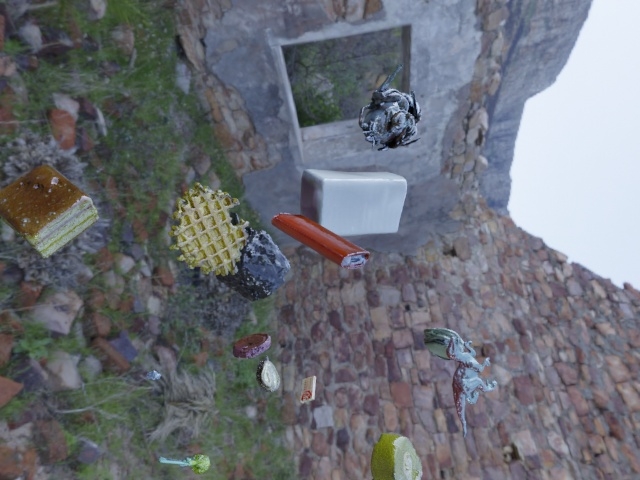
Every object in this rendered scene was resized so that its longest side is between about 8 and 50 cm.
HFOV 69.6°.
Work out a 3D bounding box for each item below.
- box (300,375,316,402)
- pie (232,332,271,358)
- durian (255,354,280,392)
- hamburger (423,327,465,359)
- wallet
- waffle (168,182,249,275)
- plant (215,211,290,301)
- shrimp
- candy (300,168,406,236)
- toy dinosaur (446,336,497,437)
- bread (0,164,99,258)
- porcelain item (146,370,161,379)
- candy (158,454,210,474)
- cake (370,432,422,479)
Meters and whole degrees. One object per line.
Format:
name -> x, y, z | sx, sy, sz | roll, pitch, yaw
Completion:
box -> -0.046, 0.559, 1.730 | 0.015, 0.058, 0.093 | 44, 32, -30
pie -> -0.303, 0.467, 2.041 | 0.182, 0.182, 0.050 | -86, 161, -74
durian -> -0.209, 0.505, 1.729 | 0.110, 0.071, 0.140 | 36, 36, -58
hamburger -> 0.399, 0.334, 1.488 | 0.140, 0.133, 0.062 | 43, 57, -32
wallet -> 0.000, 0.000, 1.051 | 0.142, 0.204, 0.045 | -2, 119, -62
waffle -> -0.285, -0.027, 1.206 | 0.231, 0.051, 0.229 | 24, 73, -43
plant -> -0.277, 0.053, 1.648 | 0.312, 0.213, 0.215 | 51, 46, -24
shrimp -> 0.155, -0.296, 1.047 | 0.372, 0.137, 0.172 | -57, 129, -69
candy -> 0.109, -0.123, 1.525 | 0.145, 0.358, 0.208 | 26, -66, 56
toy dinosaur -> 0.362, 0.375, 1.167 | 0.053, 0.167, 0.242 | 21, -86, 67
bread -> -0.718, -0.087, 1.200 | 0.184, 0.234, 0.111 | -45, 151, -27
porcelain item -> -0.626, 0.507, 1.726 | 0.036, 0.083, 0.028 | 47, 51, -17
candy -> -0.527, 0.860, 1.789 | 0.262, 0.077, 0.073 | 43, 25, -49
cake -> 0.304, 0.913, 1.854 | 0.261, 0.156, 0.179 | 60, 39, -25
